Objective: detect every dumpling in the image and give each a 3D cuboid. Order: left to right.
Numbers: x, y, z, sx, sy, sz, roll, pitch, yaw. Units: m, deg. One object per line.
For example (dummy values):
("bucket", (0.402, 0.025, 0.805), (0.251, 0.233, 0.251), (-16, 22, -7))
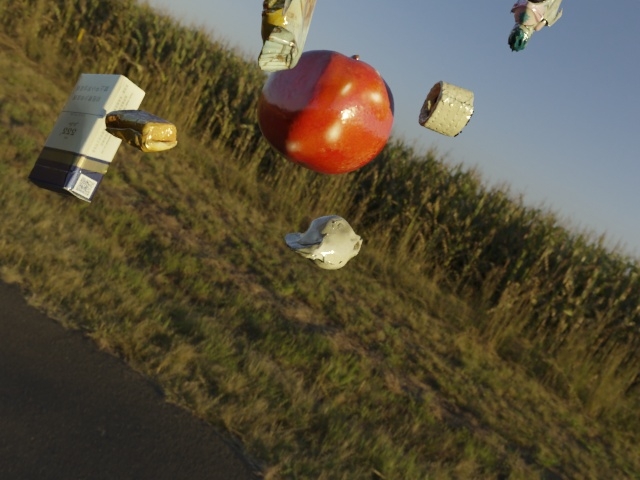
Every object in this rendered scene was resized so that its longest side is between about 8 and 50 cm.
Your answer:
("dumpling", (0.000, 0.000, 1.488), (0.172, 0.142, 0.247), (12, 11, 37))

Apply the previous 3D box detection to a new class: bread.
("bread", (-0.313, -0.193, 0.967), (0.132, 0.053, 0.074), (24, 26, 28))

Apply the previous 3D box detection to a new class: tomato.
("tomato", (0.013, -0.316, 1.373), (0.325, 0.289, 0.293), (20, -4, 31))

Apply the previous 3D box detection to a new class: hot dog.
("hot dog", (-0.045, -0.394, 0.856), (0.082, 0.270, 0.162), (15, 3, 5))

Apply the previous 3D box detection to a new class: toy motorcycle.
("toy motorcycle", (0.515, -0.555, 1.352), (0.108, 0.204, 0.239), (38, 23, 32))

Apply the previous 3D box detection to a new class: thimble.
("thimble", (0.290, -0.302, 1.283), (0.090, 0.102, 0.115), (18, -23, -13))

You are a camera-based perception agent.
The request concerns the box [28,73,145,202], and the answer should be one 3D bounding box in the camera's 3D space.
("box", (-0.480, -0.213, 1.138), (0.168, 0.259, 0.071), (15, -11, 36))
